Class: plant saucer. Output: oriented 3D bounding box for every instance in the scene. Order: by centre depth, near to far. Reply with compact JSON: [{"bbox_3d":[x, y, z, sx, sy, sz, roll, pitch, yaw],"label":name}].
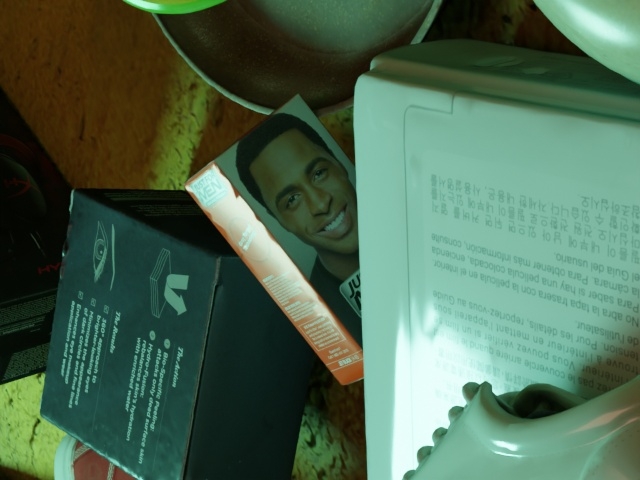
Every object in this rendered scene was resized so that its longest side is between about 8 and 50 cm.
[{"bbox_3d":[-0.016,-0.222,0.806,0.310,0.050,0.310,21,118,46],"label":"plant saucer"}]

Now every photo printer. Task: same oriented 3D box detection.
[{"bbox_3d":[0.129,0.074,0.685,0.256,0.107,0.307,16,115,47],"label":"photo printer"}]

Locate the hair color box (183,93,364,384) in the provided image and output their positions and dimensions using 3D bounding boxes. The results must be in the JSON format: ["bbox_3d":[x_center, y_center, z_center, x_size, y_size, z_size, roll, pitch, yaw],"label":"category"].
[{"bbox_3d":[0.000,0.000,0.808,0.141,0.072,0.043,51,148,-5],"label":"hair color box"}]

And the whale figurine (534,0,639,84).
[{"bbox_3d":[0.190,-0.171,0.535,0.272,0.141,0.216,-49,62,19],"label":"whale figurine"}]

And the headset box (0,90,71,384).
[{"bbox_3d":[-0.317,-0.025,1.102,0.293,0.218,0.110,52,136,26],"label":"headset box"}]

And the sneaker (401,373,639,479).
[{"bbox_3d":[0.077,0.105,0.617,0.258,0.094,0.091,-21,68,47],"label":"sneaker"}]

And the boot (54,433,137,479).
[{"bbox_3d":[-0.103,0.248,1.049,0.176,0.088,0.244,-7,94,50],"label":"boot"}]

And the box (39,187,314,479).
[{"bbox_3d":[-0.088,0.061,0.934,0.158,0.093,0.156,23,108,45],"label":"box"}]

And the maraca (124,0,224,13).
[{"bbox_3d":[-0.051,-0.193,0.749,0.186,0.099,0.127,-35,85,25],"label":"maraca"}]
